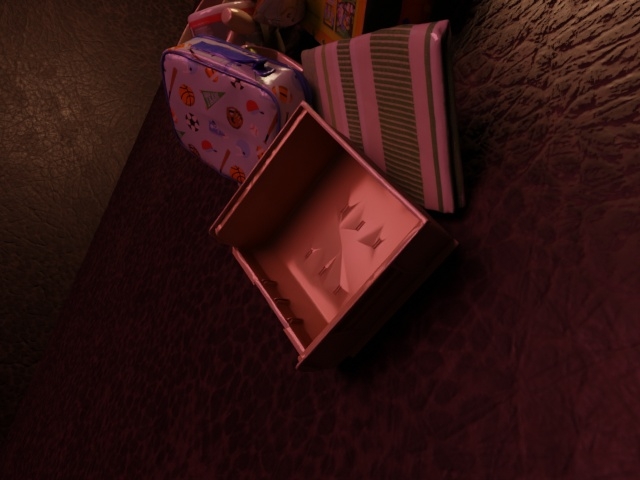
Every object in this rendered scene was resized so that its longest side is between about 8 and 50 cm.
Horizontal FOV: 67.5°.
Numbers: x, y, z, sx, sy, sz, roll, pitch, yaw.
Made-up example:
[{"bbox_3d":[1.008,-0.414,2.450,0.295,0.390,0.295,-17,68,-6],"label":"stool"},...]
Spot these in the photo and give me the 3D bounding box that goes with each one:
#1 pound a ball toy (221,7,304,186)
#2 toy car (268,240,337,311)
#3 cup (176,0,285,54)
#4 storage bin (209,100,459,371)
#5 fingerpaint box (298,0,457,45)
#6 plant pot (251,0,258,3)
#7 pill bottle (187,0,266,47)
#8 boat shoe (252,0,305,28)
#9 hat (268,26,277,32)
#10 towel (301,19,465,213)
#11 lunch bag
[{"bbox_3d":[-0.145,-0.305,1.048,0.208,0.135,0.319,40,123,27],"label":"pound a ball toy"},{"bbox_3d":[-0.030,0.035,0.823,0.225,0.053,0.239,-51,34,16],"label":"toy car"},{"bbox_3d":[-0.244,-0.558,1.377,0.331,0.237,0.331,-32,44,37],"label":"cup"},{"bbox_3d":[0.000,0.000,0.666,0.260,0.123,0.262,-50,56,16],"label":"storage bin"},{"bbox_3d":[0.086,-0.533,0.831,0.445,0.163,0.371,-116,27,-52],"label":"fingerpaint box"},{"bbox_3d":[-0.120,-0.606,1.119,0.134,0.095,0.134,-53,21,30],"label":"plant pot"},{"bbox_3d":[-0.197,-0.406,1.152,0.161,0.283,0.161,-13,22,5],"label":"pill bottle"},{"bbox_3d":[-0.072,-0.472,0.940,0.277,0.096,0.098,-118,50,-70],"label":"boat shoe"},{"bbox_3d":[0.001,-0.631,1.194,0.331,0.134,0.331,-51,20,27],"label":"hat"},{"bbox_3d":[0.079,-0.176,0.716,0.324,0.038,0.248,22,127,58],"label":"towel"},{"bbox_3d":[-0.146,-0.231,0.868,0.303,0.243,0.115,27,47,23],"label":"lunch bag"}]
